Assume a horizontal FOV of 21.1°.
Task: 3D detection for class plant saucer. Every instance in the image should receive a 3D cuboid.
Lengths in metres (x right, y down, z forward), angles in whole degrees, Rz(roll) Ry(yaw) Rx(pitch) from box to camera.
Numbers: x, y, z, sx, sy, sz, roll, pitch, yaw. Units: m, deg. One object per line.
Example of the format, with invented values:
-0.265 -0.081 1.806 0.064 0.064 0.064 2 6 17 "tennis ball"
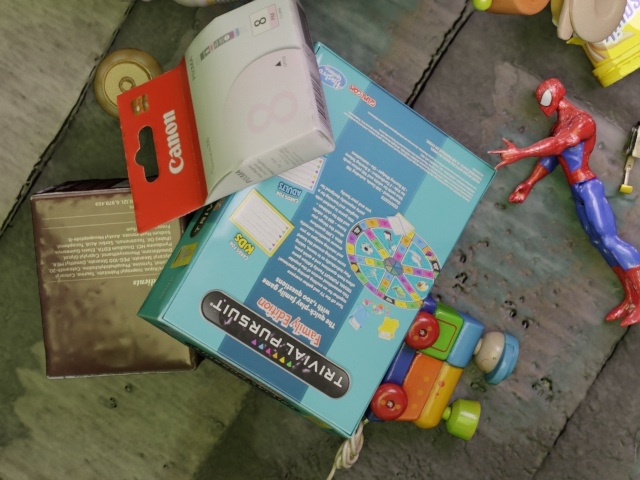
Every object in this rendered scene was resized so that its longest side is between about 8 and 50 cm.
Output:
-0.217 -0.176 1.946 0.083 0.015 0.083 1 97 5 "plant saucer"

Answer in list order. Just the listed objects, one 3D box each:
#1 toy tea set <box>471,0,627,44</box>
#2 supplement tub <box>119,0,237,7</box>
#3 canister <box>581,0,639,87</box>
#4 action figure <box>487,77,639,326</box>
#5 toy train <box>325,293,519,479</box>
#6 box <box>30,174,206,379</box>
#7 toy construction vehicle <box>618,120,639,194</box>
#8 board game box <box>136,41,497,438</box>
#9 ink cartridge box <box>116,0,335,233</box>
0.181 -0.314 1.722 0.124 0.336 0.200 22 104 46 "toy tea set"
-0.063 -0.373 1.798 0.331 0.241 0.241 -8 96 5 "supplement tub"
0.316 -0.269 1.866 0.126 0.073 0.170 -32 92 7 "canister"
0.262 -0.034 1.884 0.139 0.091 0.280 -18 95 -7 "action figure"
0.113 0.189 1.929 0.143 0.105 0.248 22 98 -12 "toy train"
-0.213 0.035 1.893 0.167 0.168 0.203 -4 96 4 "box"
0.377 -0.094 1.904 0.086 0.035 0.098 10 99 -7 "toy construction vehicle"
0.000 0.000 1.826 0.254 0.079 0.336 34 78 -21 "board game box"
-0.110 -0.133 1.764 0.232 0.066 0.189 -20 58 12 "ink cartridge box"
